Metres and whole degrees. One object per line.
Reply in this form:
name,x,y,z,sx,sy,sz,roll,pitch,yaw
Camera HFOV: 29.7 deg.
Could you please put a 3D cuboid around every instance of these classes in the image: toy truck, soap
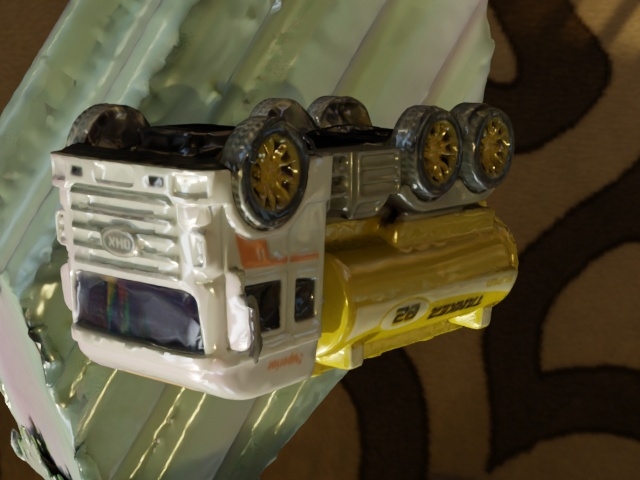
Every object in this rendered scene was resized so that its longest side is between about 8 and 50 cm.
toy truck,0.000,0.000,0.497,0.227,0.098,0.114,-10,105,-52
soap,-0.059,-0.043,0.761,0.261,0.156,0.446,37,78,-45
